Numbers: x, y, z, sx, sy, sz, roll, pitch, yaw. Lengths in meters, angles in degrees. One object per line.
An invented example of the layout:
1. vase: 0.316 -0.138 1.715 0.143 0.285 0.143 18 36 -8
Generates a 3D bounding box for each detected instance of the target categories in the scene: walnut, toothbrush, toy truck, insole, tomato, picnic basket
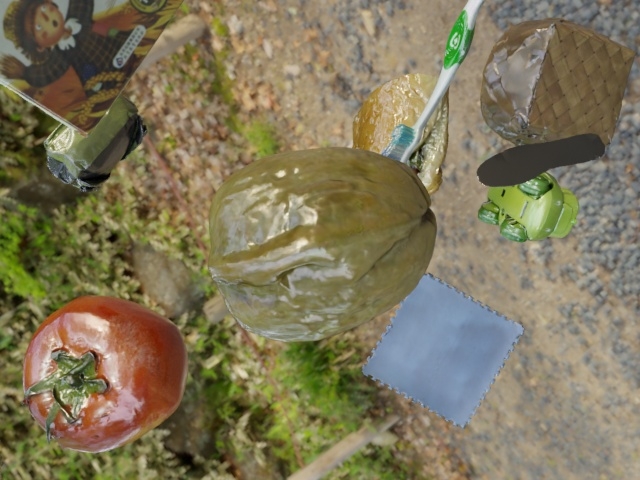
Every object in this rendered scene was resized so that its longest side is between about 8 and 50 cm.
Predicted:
1. walnut: 0.000 0.000 0.987 0.283 0.283 0.227 9 118 66
2. toothbrush: 0.199 -0.284 1.140 0.040 0.418 0.042 17 -157 -32
3. toy truck: 0.444 -0.072 1.675 0.187 0.211 0.148 -98 24 -69
4. insole: 0.320 -0.118 1.203 0.004 0.188 0.064 65 -168 -63
5. tomato: -0.445 0.283 1.755 0.341 0.341 0.273 51 -166 17
6. picnic basket: 0.474 -0.352 1.845 0.337 0.337 0.293 28 107 55

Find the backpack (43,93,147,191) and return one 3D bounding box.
1. backpack: -0.449 -0.192 1.651 0.140 0.207 0.253 40 168 -8

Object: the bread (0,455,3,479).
1. bread: -0.616 0.382 1.492 0.315 0.279 0.248 -7 82 30

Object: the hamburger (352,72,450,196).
1. hamburger: 0.153 -0.166 1.622 0.330 0.162 0.209 125 151 -63

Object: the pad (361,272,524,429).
1. pad: 0.264 0.237 1.779 0.269 0.269 0.012 31 -174 -1

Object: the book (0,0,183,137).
1. book: -0.423 -0.379 1.161 0.428 0.300 0.039 34 -179 -35
